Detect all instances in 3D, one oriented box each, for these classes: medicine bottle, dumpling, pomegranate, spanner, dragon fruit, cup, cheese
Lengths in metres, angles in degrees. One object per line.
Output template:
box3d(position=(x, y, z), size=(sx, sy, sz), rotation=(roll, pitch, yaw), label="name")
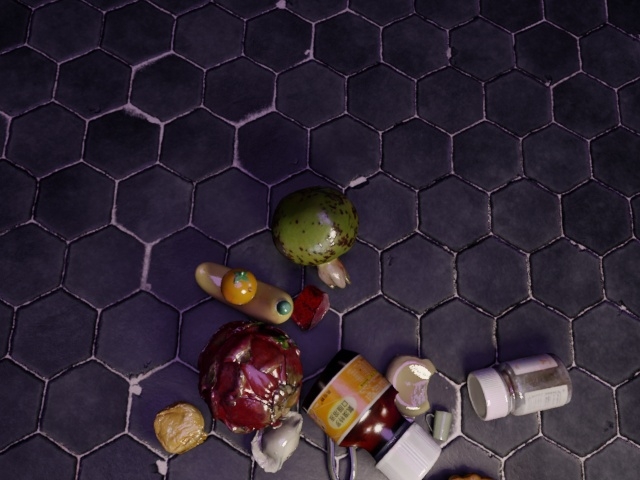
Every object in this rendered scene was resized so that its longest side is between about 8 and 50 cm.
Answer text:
box3d(position=(0.153, 0.511, 1.637), size=(0.395, 0.242, 0.242), rotation=(36, 75, 17), label="medicine bottle")
box3d(position=(-0.130, 0.584, 1.695), size=(0.127, 0.108, 0.188), rotation=(24, 72, 27), label="dumpling")
box3d(position=(0.000, 0.000, 1.806), size=(0.285, 0.285, 0.341), rotation=(-22, 107, -10), label="pomegranate")
box3d(position=(0.069, 0.719, 1.699), size=(0.095, 0.040, 0.325), rotation=(-4, 73, -6), label="spanner")
box3d(position=(-0.201, 0.381, 1.645), size=(0.329, 0.329, 0.329), rotation=(1, 74, -4), label="dragon fruit")
box3d(position=(-0.028, 0.205, 1.818), size=(0.102, 0.096, 0.147), rotation=(38, 106, 17), label="dragon fruit")
box3d(position=(0.362, 0.564, 1.756), size=(0.075, 0.054, 0.083), rotation=(14, 76, -1), label="cup")
box3d(position=(0.605, 0.447, 1.750), size=(0.273, 0.165, 0.165), rotation=(-10, 75, -6), label="medicine bottle")
box3d(position=(0.270, 0.495, 1.758), size=(0.163, 0.082, 0.286), rotation=(7, 77, -1), label="cheese")

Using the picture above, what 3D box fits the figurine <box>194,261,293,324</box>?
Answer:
box3d(position=(-0.235, 0.155, 1.741), size=(0.324, 0.222, 0.124), rotation=(26, 77, 3), label="figurine")

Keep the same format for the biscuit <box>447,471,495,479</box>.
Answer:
box3d(position=(0.439, 0.845, 1.658), size=(0.325, 0.107, 0.326), rotation=(2, 71, -5), label="biscuit")

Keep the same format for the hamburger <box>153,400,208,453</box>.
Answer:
box3d(position=(-0.413, 0.550, 1.690), size=(0.138, 0.083, 0.147), rotation=(-31, 77, -8), label="hamburger")
